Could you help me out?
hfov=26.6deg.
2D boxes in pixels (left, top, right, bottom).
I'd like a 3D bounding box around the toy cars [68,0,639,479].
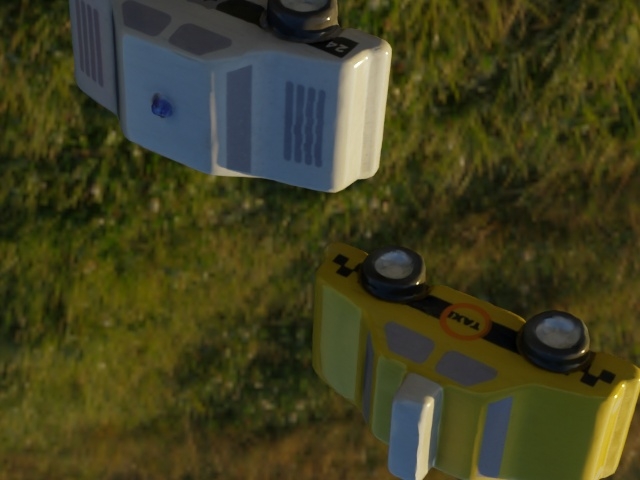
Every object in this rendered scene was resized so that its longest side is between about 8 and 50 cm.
[{"bbox_3d":[0.000,0.000,0.696,0.394,0.087,0.176,51,137,-8],"label":"toy cars"}]
